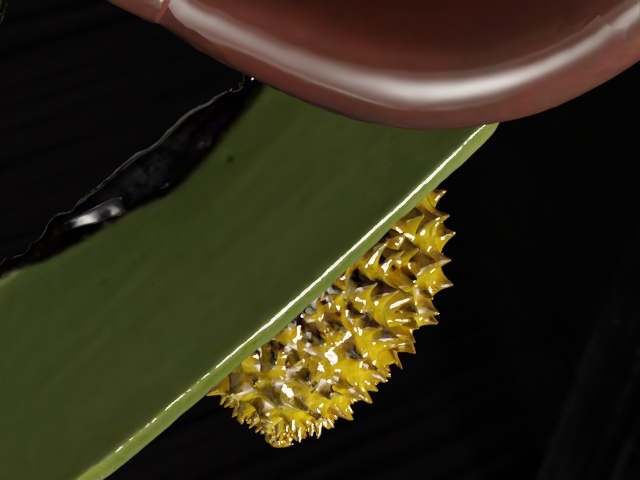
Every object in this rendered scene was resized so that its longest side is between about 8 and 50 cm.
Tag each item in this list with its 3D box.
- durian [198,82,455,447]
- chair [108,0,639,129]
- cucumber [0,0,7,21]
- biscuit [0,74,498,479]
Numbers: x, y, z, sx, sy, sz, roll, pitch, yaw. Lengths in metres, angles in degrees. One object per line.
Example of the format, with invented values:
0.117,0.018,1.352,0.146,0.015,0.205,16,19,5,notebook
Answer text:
-0.006,-0.001,1.211,0.138,0.183,0.249,60,20,-80,durian
-0.042,-0.228,0.541,0.226,0.226,0.401,99,-32,-51,chair
-0.289,-0.089,1.306,0.062,0.078,0.211,-29,-142,60,cucumber
-0.062,0.014,0.803,0.099,0.322,0.038,46,-11,16,biscuit
